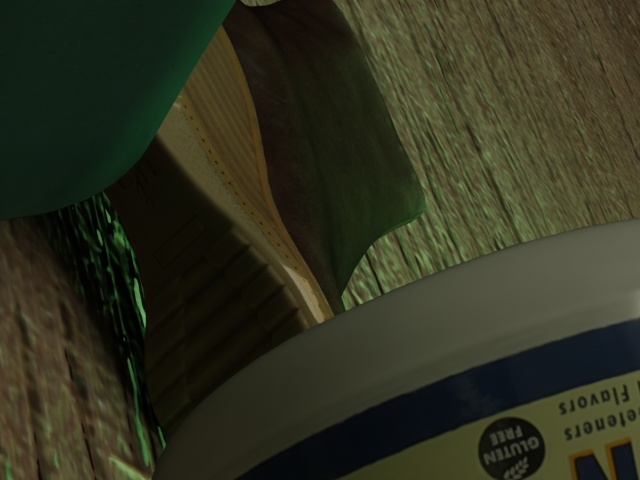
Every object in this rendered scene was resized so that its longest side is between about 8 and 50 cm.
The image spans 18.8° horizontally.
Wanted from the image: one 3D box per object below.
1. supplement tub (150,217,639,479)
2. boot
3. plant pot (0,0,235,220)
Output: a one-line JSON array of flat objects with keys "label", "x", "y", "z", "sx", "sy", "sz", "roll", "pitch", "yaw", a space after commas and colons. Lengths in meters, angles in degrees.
[{"label": "supplement tub", "x": 0.099, "y": 0.181, "z": 0.561, "sx": 0.235, "sy": 0.235, "sz": 0.325, "roll": 20, "pitch": 47, "yaw": -58}, {"label": "boot", "x": 0.000, "y": 0.000, "z": 0.810, "sx": 0.207, "sy": 0.090, "sz": 0.248, "roll": -15, "pitch": 76, "yaw": -58}, {"label": "plant pot", "x": -0.114, "y": -0.193, "z": 0.609, "sx": 0.293, "sy": 0.235, "sz": 0.293, "roll": 28, "pitch": 34, "yaw": -21}]
